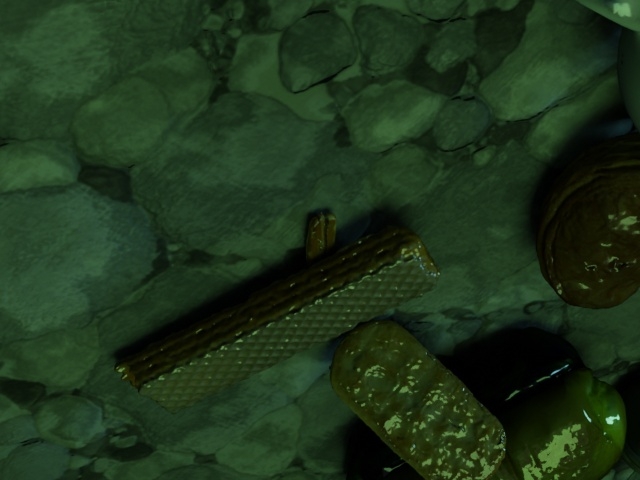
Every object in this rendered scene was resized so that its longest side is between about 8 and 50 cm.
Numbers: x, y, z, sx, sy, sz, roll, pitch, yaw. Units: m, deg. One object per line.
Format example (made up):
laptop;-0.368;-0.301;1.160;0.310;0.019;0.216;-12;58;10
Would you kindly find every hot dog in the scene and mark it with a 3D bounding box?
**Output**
hot dog;0.359;-0.041;1.606;0.196;0.122;0.272;-4;142;-25
hot dog;0.000;0.000;1.566;0.037;0.021;0.083;-17;138;-23

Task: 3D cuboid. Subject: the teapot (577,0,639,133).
teapot;0.415;-0.171;1.359;0.424;0.280;0.252;27;107;-2

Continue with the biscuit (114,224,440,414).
biscuit;-0.049;0.092;1.589;0.379;0.054;0.094;-26;145;8

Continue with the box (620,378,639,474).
box;0.541;0.232;1.973;0.274;0.138;0.178;10;123;-35

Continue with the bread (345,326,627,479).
bread;0.217;0.286;1.833;0.376;0.208;0.251;-35;142;7

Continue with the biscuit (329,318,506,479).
biscuit;0.117;0.202;1.704;0.247;0.029;0.118;44;96;-2

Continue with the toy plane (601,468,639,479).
toy plane;0.438;0.420;2.153;0.212;0.088;0.267;-37;145;16
